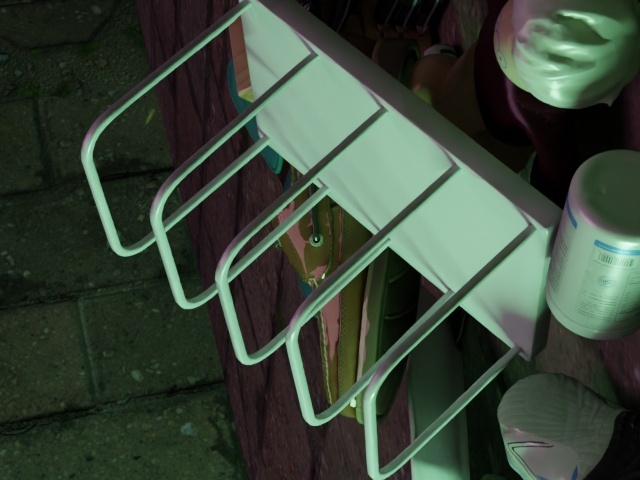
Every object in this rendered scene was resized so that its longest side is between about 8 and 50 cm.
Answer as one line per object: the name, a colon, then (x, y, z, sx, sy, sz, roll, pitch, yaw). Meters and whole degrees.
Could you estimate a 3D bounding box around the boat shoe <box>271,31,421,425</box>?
boat shoe: (0.019, -0.010, 1.361, 0.111, 0.104, 0.307, -8, -78, -73)

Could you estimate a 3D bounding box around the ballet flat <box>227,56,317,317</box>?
ballet flat: (0.003, -0.072, 1.759, 0.123, 0.123, 0.348, 95, 159, -53)

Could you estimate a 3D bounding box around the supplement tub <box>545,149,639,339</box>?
supplement tub: (0.176, 0.003, 1.034, 0.107, 0.071, 0.071, 96, 161, -54)

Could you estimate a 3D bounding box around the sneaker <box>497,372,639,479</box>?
sneaker: (0.190, 0.154, 1.112, 0.086, 0.085, 0.237, 56, 174, -21)

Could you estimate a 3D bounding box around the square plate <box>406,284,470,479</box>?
square plate: (0.108, 0.251, 1.477, 0.344, 0.049, 0.347, -81, -13, -68)

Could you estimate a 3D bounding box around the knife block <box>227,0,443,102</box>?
knife block: (0.053, -0.187, 1.500, 0.276, 0.242, 0.088, 23, -127, -52)

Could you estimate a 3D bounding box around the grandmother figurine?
grandmother figurine: (0.128, -0.099, 1.130, 0.342, 0.104, 0.208, 122, 128, -78)

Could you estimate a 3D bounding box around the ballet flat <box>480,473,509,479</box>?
ballet flat: (0.170, 0.269, 1.395, 0.052, 0.057, 0.168, -15, 87, 50)

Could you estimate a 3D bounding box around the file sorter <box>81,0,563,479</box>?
file sorter: (0.000, 0.000, 1.162, 0.278, 0.173, 0.193, 40, 161, 22)

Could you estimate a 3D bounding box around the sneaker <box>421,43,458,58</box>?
sneaker: (0.047, -0.070, 1.468, 0.228, 0.132, 0.086, 92, 165, -46)
